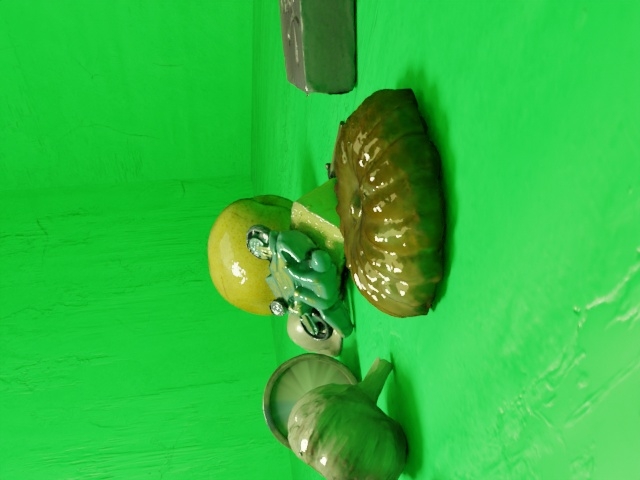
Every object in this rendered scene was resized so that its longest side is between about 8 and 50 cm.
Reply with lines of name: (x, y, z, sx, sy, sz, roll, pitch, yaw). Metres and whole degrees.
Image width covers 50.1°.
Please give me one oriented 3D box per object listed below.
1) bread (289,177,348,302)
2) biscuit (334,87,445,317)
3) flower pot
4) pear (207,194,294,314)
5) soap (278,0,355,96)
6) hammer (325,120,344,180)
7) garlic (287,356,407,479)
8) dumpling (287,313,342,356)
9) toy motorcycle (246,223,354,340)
bread: (0.000, 0.000, 1.495, 0.266, 0.142, 0.178, 99, 179, -48)
biscuit: (0.087, -0.049, 0.972, 0.326, 0.107, 0.326, 173, 90, -83)
flower pot: (-0.009, 0.346, 1.512, 0.202, 0.212, 0.212, 48, -143, -84)
pear: (-0.149, 0.034, 1.801, 0.314, 0.314, 0.314, 175, 90, -80)
soap: (-0.010, -0.436, 1.330, 0.296, 0.107, 0.285, -122, 26, -71)
hammer: (0.033, -0.186, 1.455, 0.182, 0.017, 0.062, 103, 160, -58)
garlic: (0.062, 0.292, 1.133, 0.212, 0.218, 0.218, -62, 5, -9)
dumpling: (-0.002, 0.210, 1.637, 0.155, 0.181, 0.111, 7, 64, 51)
toy motorcycle: (-0.031, 0.082, 1.448, 0.198, 0.109, 0.296, -15, 110, 46)
